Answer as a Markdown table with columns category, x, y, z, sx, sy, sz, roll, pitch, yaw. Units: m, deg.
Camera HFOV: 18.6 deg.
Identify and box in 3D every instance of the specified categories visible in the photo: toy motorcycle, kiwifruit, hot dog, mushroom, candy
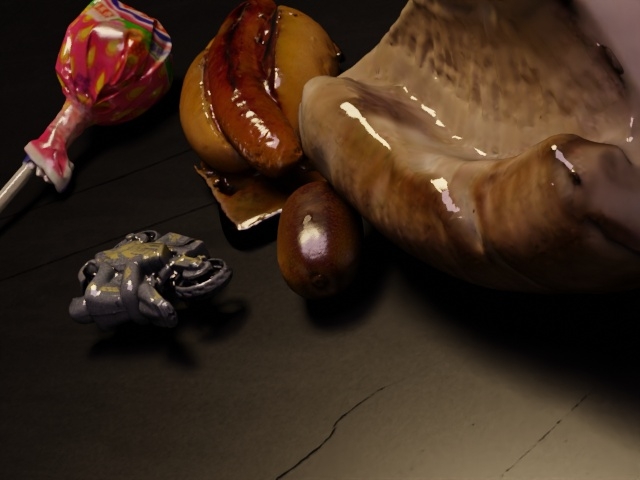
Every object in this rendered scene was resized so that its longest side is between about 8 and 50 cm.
| category | x | y | z | sx | sy | sz | roll | pitch | yaw |
| --- | --- | --- | --- | --- | --- | --- | --- | --- | --- |
| toy motorcycle | -0.160 | 0.039 | 1.707 | 0.124 | 0.061 | 0.193 | -33 | 25 | -20 |
| kiwifruit | 0.000 | 0.000 | 1.632 | 0.075 | 0.075 | 0.124 | -21 | 37 | 11 |
| hot dog | -0.048 | -0.142 | 1.844 | 0.194 | 0.107 | 0.326 | -27 | 32 | 0 |
| mushroom | 0.148 | -0.079 | 1.529 | 0.224 | 0.314 | 0.397 | -9 | -13 | -31 |
| candy | -0.283 | -0.092 | 1.980 | 0.124 | 0.124 | 0.365 | 14 | 59 | 48 |
